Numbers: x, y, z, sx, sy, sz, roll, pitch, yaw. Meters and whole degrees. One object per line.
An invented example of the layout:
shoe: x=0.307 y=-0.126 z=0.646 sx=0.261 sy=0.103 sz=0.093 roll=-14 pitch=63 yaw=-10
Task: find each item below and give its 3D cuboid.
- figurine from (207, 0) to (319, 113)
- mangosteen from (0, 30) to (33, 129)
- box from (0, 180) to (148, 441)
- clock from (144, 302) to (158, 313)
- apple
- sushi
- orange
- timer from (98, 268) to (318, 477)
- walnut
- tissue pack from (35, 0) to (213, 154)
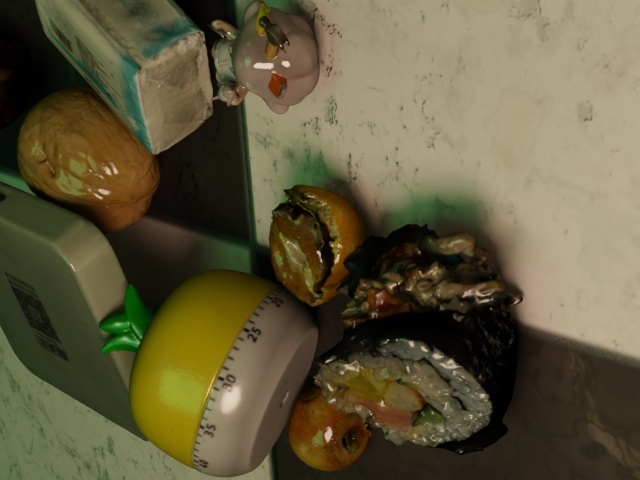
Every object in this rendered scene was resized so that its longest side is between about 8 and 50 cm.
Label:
figurine: x=-0.069 y=-0.220 z=1.591 sx=0.229 sy=0.111 sz=0.137 roll=5 pitch=103 yaw=60
mangosteen: x=-0.531 y=-0.246 z=2.012 sx=0.172 sy=0.184 sz=0.173 roll=1 pitch=91 yaw=44
box: x=-0.376 y=0.090 z=1.906 sx=0.367 sy=0.090 sz=0.373 roll=22 pitch=141 yaw=42
clock: x=-0.313 y=0.189 z=2.060 sx=0.232 sy=0.069 sz=0.170 roll=-7 pitch=102 yaw=49
apple: x=0.008 y=0.243 z=1.719 sx=0.102 sy=0.099 sz=0.114 roll=21 pitch=125 yaw=43
sushi: x=0.119 y=0.099 z=1.478 sx=0.238 sy=0.219 sz=0.225 roll=-10 pitch=138 yaw=23
orange: x=0.000 y=0.000 z=1.609 sx=0.170 sy=0.112 sz=0.160 roll=-125 pitch=23 yaw=-58
timer: x=-0.164 y=0.149 z=1.701 sx=0.285 sy=0.285 sz=0.285 roll=22 pitch=122 yaw=40
walnut: x=-0.322 y=-0.115 z=1.850 sx=0.225 sy=0.193 sz=0.193 roll=32 pitch=128 yaw=37
tissue pack: x=-0.262 y=-0.269 z=1.726 sx=0.271 sy=0.124 sz=0.201 roll=46 pitch=157 yaw=23
